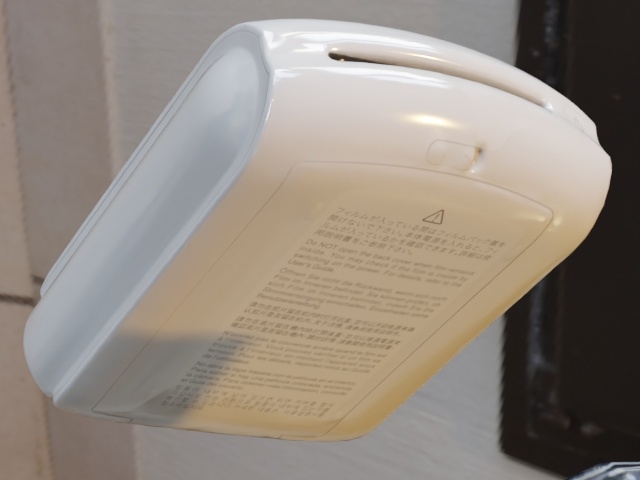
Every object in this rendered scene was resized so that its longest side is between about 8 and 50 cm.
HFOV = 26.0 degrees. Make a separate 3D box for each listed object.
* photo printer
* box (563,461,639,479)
[{"bbox_3d":[0.000,0.000,0.817,0.256,0.107,0.307,10,139,-32],"label":"photo printer"},{"bbox_3d":[0.182,0.292,0.487,0.294,0.212,0.395,5,60,-40],"label":"box"}]
